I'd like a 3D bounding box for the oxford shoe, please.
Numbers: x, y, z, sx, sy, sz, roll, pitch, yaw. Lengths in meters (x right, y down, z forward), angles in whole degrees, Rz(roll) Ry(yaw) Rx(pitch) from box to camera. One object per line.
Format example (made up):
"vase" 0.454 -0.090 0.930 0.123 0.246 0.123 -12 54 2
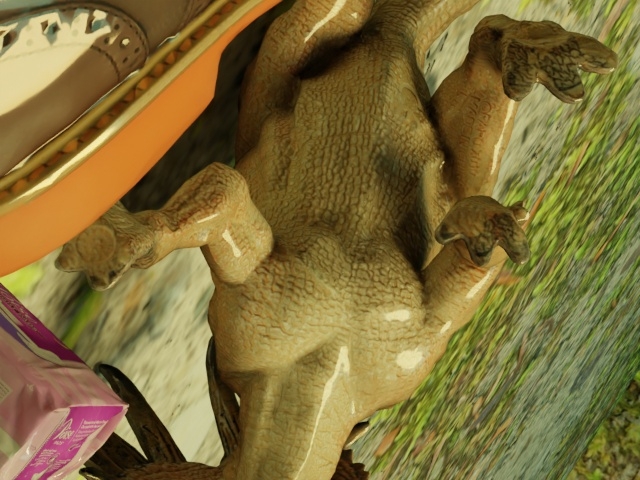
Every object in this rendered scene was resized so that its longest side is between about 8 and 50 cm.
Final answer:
"oxford shoe" -0.017 -0.111 0.400 0.271 0.097 0.098 -53 158 -22

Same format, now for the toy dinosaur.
"toy dinosaur" 0.000 0.000 0.638 0.200 0.127 0.295 109 5 -62

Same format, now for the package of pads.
"package of pads" -0.088 0.022 0.445 0.032 0.083 0.050 -50 166 7
